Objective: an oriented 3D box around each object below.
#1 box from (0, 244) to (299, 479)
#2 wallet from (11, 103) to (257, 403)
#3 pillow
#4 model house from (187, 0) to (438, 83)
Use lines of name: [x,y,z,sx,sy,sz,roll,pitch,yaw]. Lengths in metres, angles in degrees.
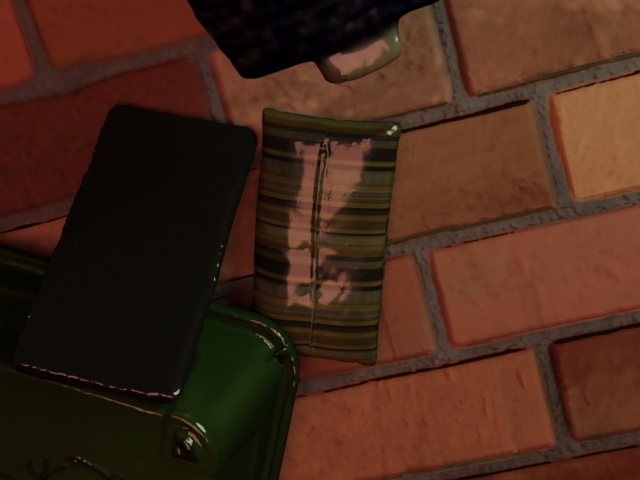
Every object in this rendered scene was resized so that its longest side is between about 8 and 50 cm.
box: [-0.205,0.164,0.928,0.329,0.178,0.252,15,112,9]
wallet: [-0.131,0.004,0.876,0.124,0.244,0.025,10,145,5]
pillow: [0.000,0.000,0.937,0.113,0.038,0.203,6,106,7]
model house: [-0.011,-0.249,0.736,0.243,0.298,0.284,-19,105,7]
